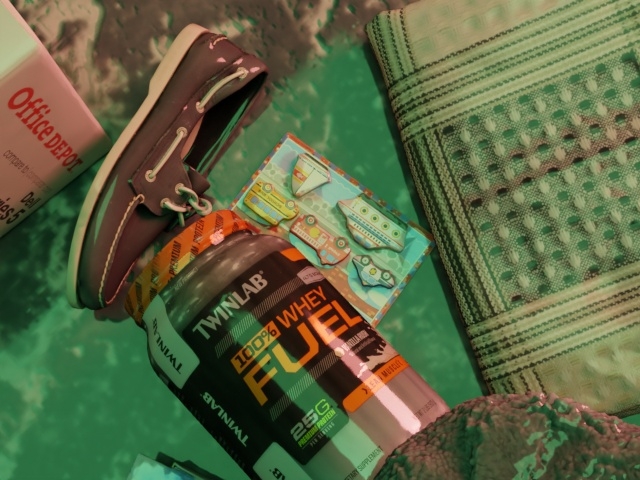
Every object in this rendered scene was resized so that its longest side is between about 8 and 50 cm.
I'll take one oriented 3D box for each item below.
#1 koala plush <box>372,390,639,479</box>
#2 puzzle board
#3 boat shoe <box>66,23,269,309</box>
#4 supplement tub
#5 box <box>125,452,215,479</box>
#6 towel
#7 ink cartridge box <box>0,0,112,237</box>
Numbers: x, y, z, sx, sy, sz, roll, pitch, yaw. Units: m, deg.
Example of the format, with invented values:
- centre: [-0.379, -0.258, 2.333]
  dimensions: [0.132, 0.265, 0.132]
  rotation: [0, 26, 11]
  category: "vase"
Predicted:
- centre: [0.139, 0.186, 0.589]
  dimensions: [0.203, 0.221, 0.196]
  rotation: [21, 80, 27]
  category: "koala plush"
- centre: [0.000, 0.000, 0.721]
  dimensions: [0.128, 0.011, 0.096]
  rotation: [36, 82, 6]
  category: "puzzle board"
- centre: [-0.098, -0.043, 0.697]
  dimensions: [0.065, 0.075, 0.206]
  rotation: [22, 76, 7]
  category: "boat shoe"
- centre: [-0.023, 0.078, 0.649]
  dimensions: [0.117, 0.117, 0.190]
  rotation: [-44, 79, -7]
  category: "supplement tub"
- centre: [-0.053, 0.215, 0.664]
  dimensions: [0.178, 0.042, 0.109]
  rotation: [25, 80, 4]
  category: "box"
- centre: [0.220, -0.058, 0.671]
  dimensions: [0.324, 0.056, 0.312]
  rotation: [-19, 80, 12]
  category: "towel"
- centre: [-0.275, -0.038, 0.631]
  dimensions: [0.273, 0.198, 0.115]
  rotation: [-40, 82, -6]
  category: "ink cartridge box"
